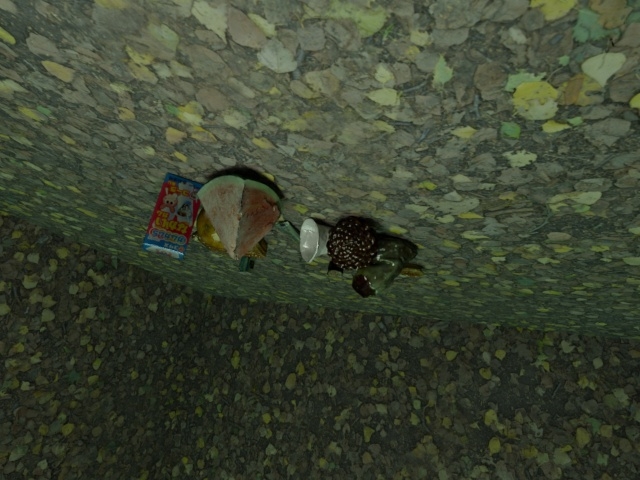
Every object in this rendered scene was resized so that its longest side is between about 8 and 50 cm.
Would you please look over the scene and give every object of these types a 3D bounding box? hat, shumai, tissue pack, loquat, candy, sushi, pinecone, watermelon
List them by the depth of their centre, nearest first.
[{"bbox_3d":[-0.310,-0.105,1.598,0.283,0.292,0.250,29,-176,-44],"label":"watermelon"},{"bbox_3d":[-0.569,-0.093,1.658,0.157,0.306,0.100,18,160,-18],"label":"candy"},{"bbox_3d":[0.128,0.022,1.728,0.221,0.221,0.221,10,162,4],"label":"pinecone"},{"bbox_3d":[-0.428,-0.060,1.784,0.246,0.213,0.213,-27,163,-8],"label":"loquat"},{"bbox_3d":[0.000,0.000,1.839,0.126,0.203,0.203,1,167,-23],"label":"hat"},{"bbox_3d":[0.263,0.136,1.901,0.304,0.263,0.309,20,160,-18],"label":"shumai"},{"bbox_3d":[0.084,0.165,2.380,0.090,0.078,0.150,13,161,-4],"label":"sushi"},{"bbox_3d":[-0.444,0.152,2.607,0.085,0.111,0.079,-5,157,40],"label":"tissue pack"}]

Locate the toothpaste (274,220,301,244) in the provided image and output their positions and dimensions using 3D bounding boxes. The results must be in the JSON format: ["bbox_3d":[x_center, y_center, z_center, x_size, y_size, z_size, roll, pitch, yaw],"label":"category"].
[{"bbox_3d":[-0.118,-0.022,2.005,0.069,0.047,0.268,22,168,37],"label":"toothpaste"}]

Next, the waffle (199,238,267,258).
[{"bbox_3d":[-0.453,0.008,2.222,0.328,0.098,0.224,10,163,8],"label":"waffle"}]

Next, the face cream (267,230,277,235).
[{"bbox_3d":[-0.251,-0.034,2.087,0.083,0.021,0.040,-4,155,40],"label":"face cream"}]

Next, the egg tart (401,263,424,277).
[{"bbox_3d":[0.462,0.153,2.156,0.130,0.052,0.130,10,160,4],"label":"egg tart"}]
